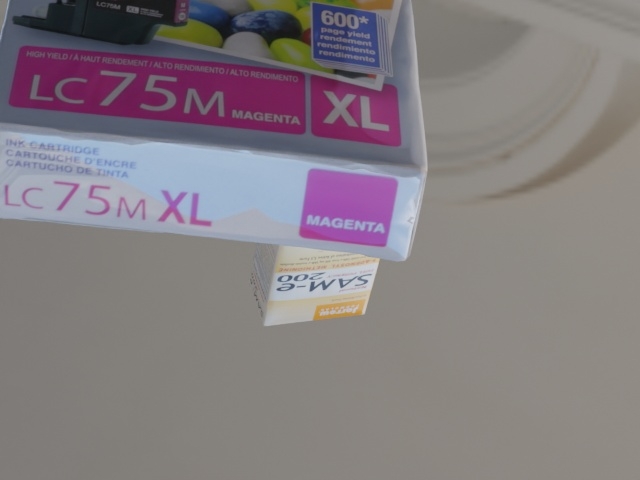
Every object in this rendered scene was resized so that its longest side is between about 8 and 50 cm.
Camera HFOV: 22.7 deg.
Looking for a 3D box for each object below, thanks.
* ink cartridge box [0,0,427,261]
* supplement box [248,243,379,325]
[{"bbox_3d":[-0.051,-0.122,0.769,0.186,0.065,0.311,6,-140,-6],"label":"ink cartridge box"},{"bbox_3d":[0.000,0.000,0.866,0.062,0.098,0.036,-6,-131,-17],"label":"supplement box"}]
